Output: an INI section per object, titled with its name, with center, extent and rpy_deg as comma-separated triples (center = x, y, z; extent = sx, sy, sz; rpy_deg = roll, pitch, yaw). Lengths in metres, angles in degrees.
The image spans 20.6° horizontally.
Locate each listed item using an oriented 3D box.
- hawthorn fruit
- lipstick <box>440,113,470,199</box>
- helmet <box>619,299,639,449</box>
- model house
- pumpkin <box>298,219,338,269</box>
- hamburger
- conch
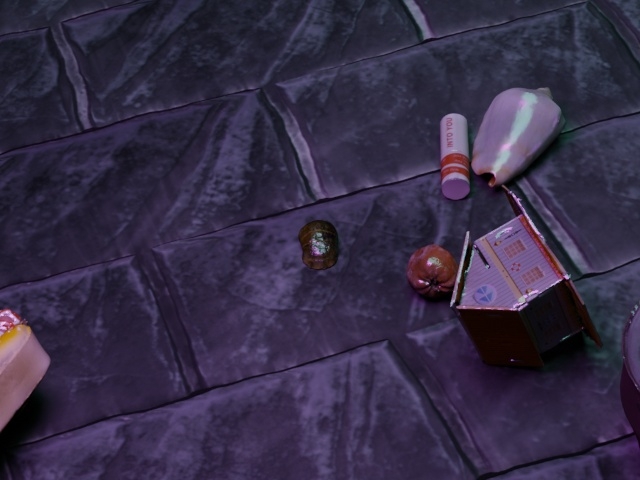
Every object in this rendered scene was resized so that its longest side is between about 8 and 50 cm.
[hawthorn fruit]
center = 0.140, 0.025, 2.178
extent = 0.067, 0.067, 0.103
rpy_deg = 0, 41, 2
[lipstick]
center = 0.177, -0.112, 2.329
extent = 0.038, 0.038, 0.130
rpy_deg = 0, 45, 2
[helmet]
center = 0.476, 0.187, 1.905
extent = 0.338, 0.197, 0.271
rpy_deg = 28, 61, 18
[model house]
center = 0.220, 0.069, 2.066
extent = 0.136, 0.219, 0.207
rpy_deg = -31, 57, 0
[pumpkin]
center = -0.001, -0.001, 2.234
extent = 0.050, 0.028, 0.083
rpy_deg = -6, 49, -6
[hamburger]
center = -0.392, 0.174, 1.977
extent = 0.116, 0.173, 0.210
rpy_deg = 36, 52, -1
[conch]
center = 0.258, -0.138, 2.342
extent = 0.104, 0.094, 0.176
rpy_deg = 26, 77, 9
